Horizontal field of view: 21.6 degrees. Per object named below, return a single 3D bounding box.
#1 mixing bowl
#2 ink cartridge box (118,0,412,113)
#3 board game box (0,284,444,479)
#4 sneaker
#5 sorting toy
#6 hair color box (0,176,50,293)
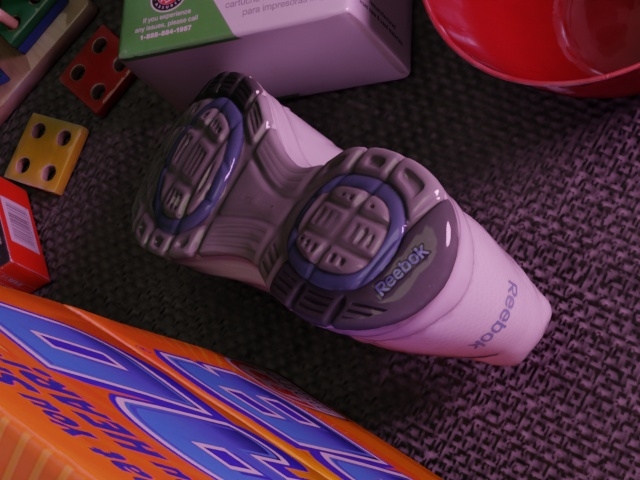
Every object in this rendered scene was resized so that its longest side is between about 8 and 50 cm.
[{"bbox_3d":[0.151,-0.143,0.858,0.181,0.098,0.181,-11,67,26],"label":"mixing bowl"},{"bbox_3d":[-0.028,-0.193,0.985,0.153,0.087,0.208,-9,66,26],"label":"ink cartridge box"},{"bbox_3d":[-0.070,0.253,0.644,0.356,0.356,0.356,29,93,35],"label":"board game box"},{"bbox_3d":[0.000,0.000,0.883,0.111,0.129,0.297,-57,37,1],"label":"sneaker"},{"bbox_3d":[-0.229,-0.140,1.102,0.132,0.046,0.274,-48,56,4],"label":"sorting toy"},{"bbox_3d":[-0.242,0.023,1.045,0.141,0.043,0.072,-30,60,17],"label":"hair color box"}]
